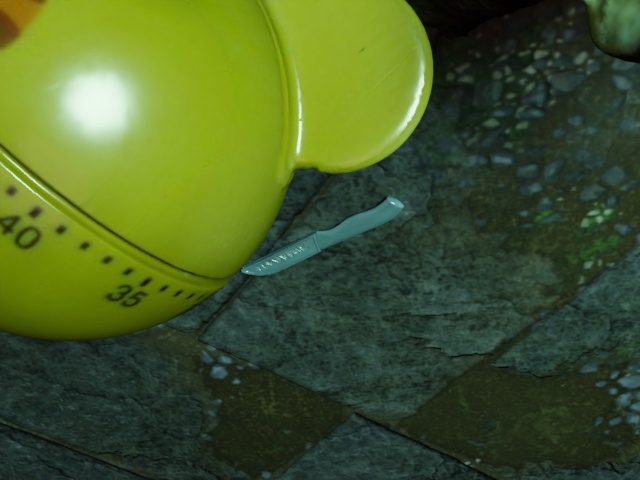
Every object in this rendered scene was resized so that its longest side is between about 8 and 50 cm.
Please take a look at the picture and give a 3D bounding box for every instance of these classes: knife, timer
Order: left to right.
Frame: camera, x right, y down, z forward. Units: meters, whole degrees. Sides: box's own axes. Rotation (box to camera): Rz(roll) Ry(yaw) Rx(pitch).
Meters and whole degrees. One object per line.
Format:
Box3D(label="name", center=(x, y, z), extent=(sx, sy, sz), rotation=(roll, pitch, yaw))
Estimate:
Box3D(label="timer", center=(-0.152, -0.120, 0.577), extent=(0.387, 0.376, 0.376), rotation=(-45, 117, 5))
Box3D(label="knife", center=(0.000, 0.000, 0.855), extent=(0.210, 0.015, 0.028), rotation=(-25, 131, 24))

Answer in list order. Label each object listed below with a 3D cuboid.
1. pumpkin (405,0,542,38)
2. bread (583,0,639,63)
Box3D(label="pumpkin", center=(0.113, -0.247, 0.542), extent=(0.131, 0.149, 0.253), rotation=(7, 128, -19))
Box3D(label="bread", center=(0.255, -0.272, 0.354), extent=(0.239, 0.395, 0.263), rotation=(3, 123, 37))
